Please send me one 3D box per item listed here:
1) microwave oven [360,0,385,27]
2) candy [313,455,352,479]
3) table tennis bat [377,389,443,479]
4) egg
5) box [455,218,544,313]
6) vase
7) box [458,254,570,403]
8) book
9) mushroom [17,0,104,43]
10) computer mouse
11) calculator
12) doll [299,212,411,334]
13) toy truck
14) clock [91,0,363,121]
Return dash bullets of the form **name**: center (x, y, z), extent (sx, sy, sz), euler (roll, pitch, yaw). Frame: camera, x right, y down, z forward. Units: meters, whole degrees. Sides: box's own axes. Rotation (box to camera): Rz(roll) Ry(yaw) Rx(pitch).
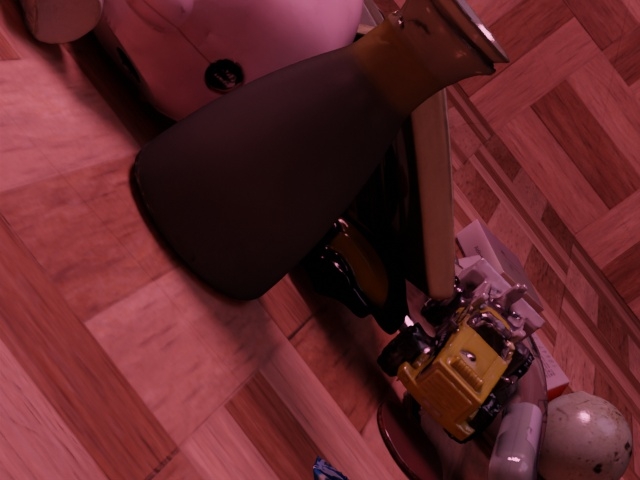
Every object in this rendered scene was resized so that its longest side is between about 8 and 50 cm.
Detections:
- **microwave oven**: center (0.022, -0.259, 1.886), extent (0.129, 0.163, 0.205), euler (57, 5, -7)
- **candy**: center (0.023, 0.234, 1.055), extent (0.088, 0.038, 0.136), euler (43, 26, -20)
- **table tennis bat**: center (0.091, 0.193, 1.393), extent (0.095, 0.014, 0.158), euler (46, 18, -12)
- **egg**: center (0.324, 0.252, 1.733), extent (0.131, 0.131, 0.164), euler (54, 2, 4)
- **box**: center (0.287, 0.051, 2.222), extent (0.129, 0.051, 0.130), euler (40, 19, -39)
- **vase**: center (0.005, -0.102, 1.214), extent (0.173, 0.321, 0.173), euler (47, 17, -19)
- **box**: center (0.228, 0.125, 1.820), extent (0.123, 0.050, 0.229), euler (-11, 61, -53)
- **book**: center (0.071, -0.102, 1.510), extent (0.371, 0.043, 0.260), euler (-136, -141, -73)
- **mushroom**: center (-0.263, -0.276, 1.277), extent (0.092, 0.081, 0.223), euler (40, 19, -55)
- **computer mouse**: center (0.171, 0.090, 1.681), extent (0.389, 0.115, 0.199), euler (59, 13, 19)
- **calculator**: center (0.187, 0.249, 1.364), extent (0.246, 0.045, 0.141), euler (-34, 130, -75)
- **doll**: center (0.001, -0.001, 1.428), extent (0.249, 0.088, 0.127), euler (46, 45, -2)
- **toy truck**: center (0.167, 0.107, 1.475), extent (0.136, 0.111, 0.286), euler (46, 34, -2)
- **clock**: center (-0.100, -0.270, 1.418), extent (0.368, 0.250, 0.377), euler (43, 18, -32)
